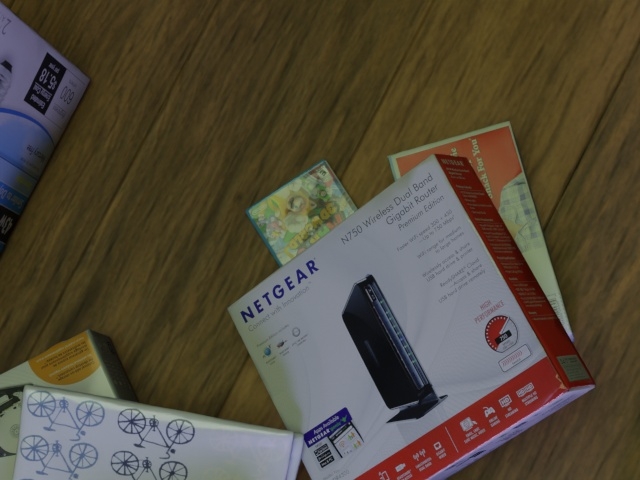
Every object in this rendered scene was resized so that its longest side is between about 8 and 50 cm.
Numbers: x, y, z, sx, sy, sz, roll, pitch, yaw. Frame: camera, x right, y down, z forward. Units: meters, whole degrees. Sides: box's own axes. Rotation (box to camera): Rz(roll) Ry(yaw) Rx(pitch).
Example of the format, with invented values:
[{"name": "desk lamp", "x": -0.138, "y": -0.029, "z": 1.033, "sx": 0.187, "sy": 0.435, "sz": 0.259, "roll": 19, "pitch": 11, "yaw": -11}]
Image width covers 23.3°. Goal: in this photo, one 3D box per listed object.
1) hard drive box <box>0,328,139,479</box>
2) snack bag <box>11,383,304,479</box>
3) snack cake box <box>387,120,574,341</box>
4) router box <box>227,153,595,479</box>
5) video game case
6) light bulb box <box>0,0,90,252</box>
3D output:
[{"name": "hard drive box", "x": -0.296, "y": 0.251, "z": 1.859, "sx": 0.181, "sy": 0.089, "sz": 0.232, "roll": -28, "pitch": 77, "yaw": 4}, {"name": "snack bag", "x": -0.207, "y": 0.351, "z": 1.773, "sx": 0.323, "sy": 0.037, "sz": 0.342, "roll": 11, "pitch": 99, "yaw": -2}, {"name": "snack cake box", "x": 0.188, "y": 0.010, "z": 1.824, "sx": 0.152, "sy": 0.089, "sz": 0.264, "roll": -16, "pitch": 78, "yaw": 8}, {"name": "router box", "x": 0.092, "y": 0.118, "z": 1.748, "sx": 0.335, "sy": 0.082, "sz": 0.301, "roll": -38, "pitch": 71, "yaw": 27}, {"name": "video game case", "x": 0.000, "y": 0.000, "z": 1.894, "sx": 0.119, "sy": 0.015, "sz": 0.166, "roll": -33, "pitch": 77, "yaw": 2}, {"name": "light bulb box", "x": -0.497, "y": -0.123, "z": 1.823, "sx": 0.225, "sy": 0.358, "sz": 0.361, "roll": 25, "pitch": 86, "yaw": 15}]
